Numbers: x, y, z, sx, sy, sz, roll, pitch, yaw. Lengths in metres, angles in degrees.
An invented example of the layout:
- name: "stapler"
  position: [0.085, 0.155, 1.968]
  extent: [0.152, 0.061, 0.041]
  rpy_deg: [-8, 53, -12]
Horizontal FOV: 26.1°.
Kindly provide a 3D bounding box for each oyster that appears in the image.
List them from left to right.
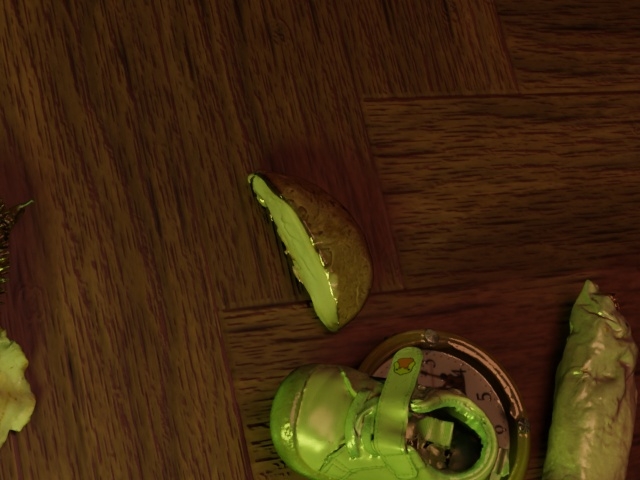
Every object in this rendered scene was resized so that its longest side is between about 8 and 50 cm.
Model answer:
- name: "oyster"
  position: [-0.360, 0.183, 1.325]
  extent: [0.107, 0.161, 0.233]
  rpy_deg: [8, 59, 22]

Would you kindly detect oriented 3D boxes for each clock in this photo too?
- name: "clock"
  position: [0.131, 0.219, 1.597]
  extent: [0.237, 0.057, 0.237]
  rpy_deg: [8, 66, -19]

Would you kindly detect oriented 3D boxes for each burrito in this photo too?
- name: "burrito"
  position: [0.329, 0.242, 1.683]
  extent: [0.117, 0.076, 0.392]
  rpy_deg: [25, 64, -23]

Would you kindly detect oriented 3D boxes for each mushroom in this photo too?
- name: "mushroom"
  position: [0.001, -0.002, 1.605]
  extent: [0.094, 0.072, 0.210]
  rpy_deg: [-21, 81, -41]

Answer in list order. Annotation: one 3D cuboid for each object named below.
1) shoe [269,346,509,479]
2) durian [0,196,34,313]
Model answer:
- name: "shoe"
  position: [0.080, 0.199, 1.494]
  extent: [0.262, 0.128, 0.140]
  rpy_deg: [24, 50, -13]
- name: "durian"
  position: [-0.376, 0.024, 1.388]
  extent: [0.137, 0.095, 0.221]
  rpy_deg: [24, 60, -17]
